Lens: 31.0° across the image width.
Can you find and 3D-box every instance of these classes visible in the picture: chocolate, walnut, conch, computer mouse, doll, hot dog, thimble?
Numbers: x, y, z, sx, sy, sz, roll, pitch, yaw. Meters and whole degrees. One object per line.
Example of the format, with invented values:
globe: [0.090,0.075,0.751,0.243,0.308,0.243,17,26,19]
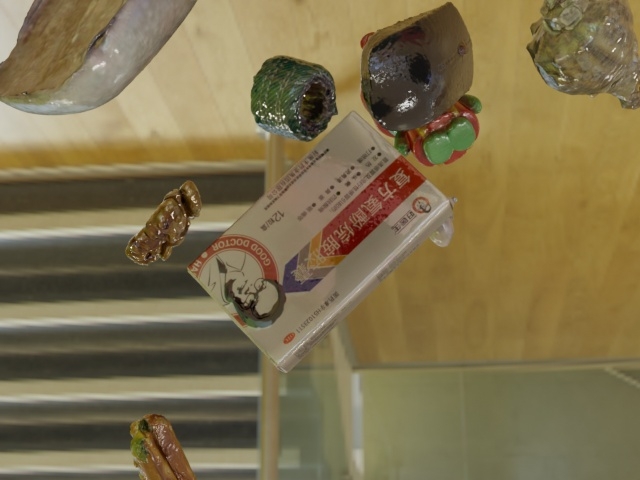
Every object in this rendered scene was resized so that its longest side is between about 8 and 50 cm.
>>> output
chocolate: [-0.185,-0.237,1.110,0.185,0.303,0.100,8,151,46]
walnut: [-0.259,-0.022,1.944,0.069,0.143,0.170,40,135,-2]
conch: [0.392,-0.297,1.726,0.159,0.210,0.291,-18,142,17]
computer mouse: [0.176,-0.284,1.884,0.087,0.168,0.295,1,-153,46]
doll: [0.149,-0.043,1.913,0.160,0.161,0.059,37,150,13]
doll: [0.171,-0.285,2.205,0.183,0.363,0.160,-36,145,6]
hot dog: [-0.288,0.421,2.143,0.072,0.115,0.268,3,132,24]
thimble: [-0.040,-0.217,1.777,0.090,0.118,0.135,22,157,29]

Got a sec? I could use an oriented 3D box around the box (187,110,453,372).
box: [0.000,0.000,1.727,0.353,0.214,0.069,-44,160,-1]
